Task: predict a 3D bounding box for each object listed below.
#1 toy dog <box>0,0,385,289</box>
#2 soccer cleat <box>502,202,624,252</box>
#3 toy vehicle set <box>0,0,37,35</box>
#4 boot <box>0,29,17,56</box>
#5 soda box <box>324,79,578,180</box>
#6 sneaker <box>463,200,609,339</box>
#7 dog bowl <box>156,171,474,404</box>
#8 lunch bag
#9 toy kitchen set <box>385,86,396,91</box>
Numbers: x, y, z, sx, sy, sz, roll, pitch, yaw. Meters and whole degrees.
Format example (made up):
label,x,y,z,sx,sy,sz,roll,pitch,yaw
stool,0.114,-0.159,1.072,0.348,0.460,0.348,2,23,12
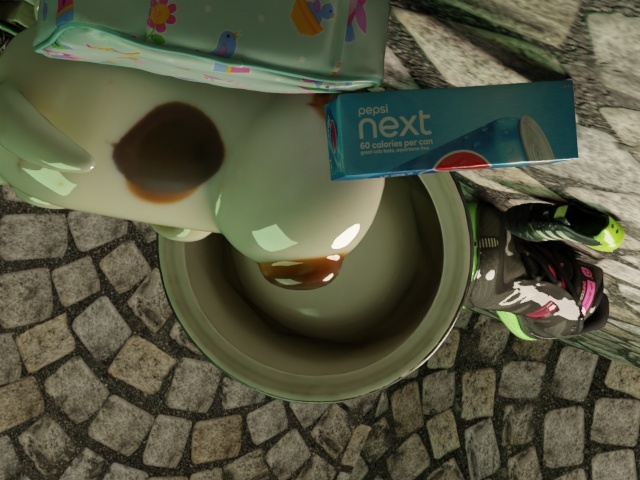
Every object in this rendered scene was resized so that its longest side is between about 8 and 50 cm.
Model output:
label,x,y,z,sx,sy,sz,roll,pitch,yaw
toy dog,-0.122,-0.118,1.066,0.408,0.284,0.395,20,-175,-10
soccer cleat,0.322,-0.028,1.361,0.179,0.060,0.072,12,160,38
toy vehicle set,-0.431,-0.334,1.757,0.267,0.035,0.166,27,175,-34
boot,-0.528,-0.329,1.648,0.229,0.091,0.263,20,180,-16
soda box,0.114,-0.096,0.883,0.210,0.071,0.067,-5,-179,-10
sneaker,0.354,0.054,1.662,0.202,0.185,0.483,0,167,32
dog bowl,0.000,0.000,1.332,0.408,0.408,0.150,23,-168,8
lunch bag,-0.099,-0.190,0.846,0.279,0.107,0.224,7,-175,-25
toy kitchen set,0.101,-0.132,1.134,0.075,0.068,0.083,24,176,-5
